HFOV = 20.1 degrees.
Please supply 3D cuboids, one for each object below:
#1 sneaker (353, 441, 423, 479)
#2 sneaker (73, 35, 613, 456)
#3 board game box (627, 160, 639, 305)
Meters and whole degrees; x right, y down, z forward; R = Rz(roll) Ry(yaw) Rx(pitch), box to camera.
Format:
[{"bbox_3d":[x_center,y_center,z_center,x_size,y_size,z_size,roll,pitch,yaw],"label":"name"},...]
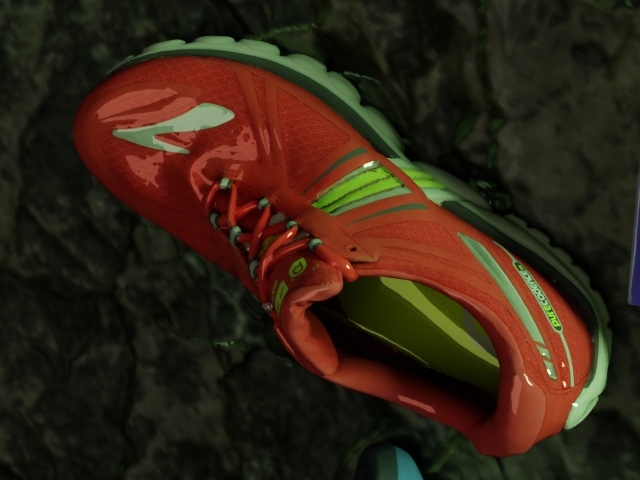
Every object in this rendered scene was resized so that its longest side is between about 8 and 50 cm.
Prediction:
[{"bbox_3d":[0.059,0.198,0.899,0.082,0.069,0.209,-7,100,-5],"label":"sneaker"},{"bbox_3d":[0.000,0.000,0.806,0.279,0.118,0.107,29,120,14],"label":"sneaker"},{"bbox_3d":[0.237,-0.106,0.685,0.213,0.046,0.317,10,115,22],"label":"board game box"}]
